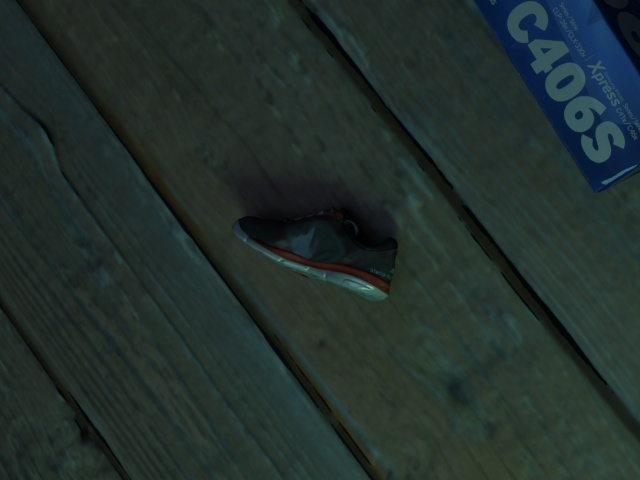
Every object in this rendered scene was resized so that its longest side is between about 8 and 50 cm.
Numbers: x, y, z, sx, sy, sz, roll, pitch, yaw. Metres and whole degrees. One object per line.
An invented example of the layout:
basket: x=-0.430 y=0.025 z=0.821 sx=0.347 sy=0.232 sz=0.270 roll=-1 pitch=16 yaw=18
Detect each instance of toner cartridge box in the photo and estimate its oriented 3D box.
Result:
toner cartridge box: x=0.156 y=-0.210 z=1.041 sx=0.075 sy=0.165 sz=0.347 roll=-35 pitch=83 yaw=32

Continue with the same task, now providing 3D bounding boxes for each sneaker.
sneaker: x=0.000 y=0.000 z=1.263 sx=0.158 sy=0.061 sz=0.064 roll=21 pitch=85 yaw=25
